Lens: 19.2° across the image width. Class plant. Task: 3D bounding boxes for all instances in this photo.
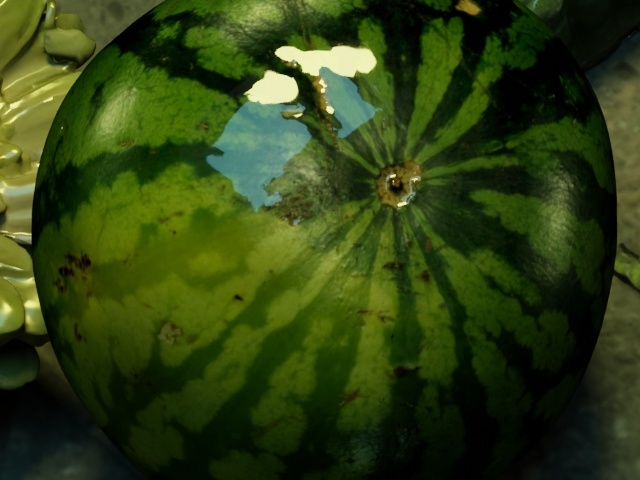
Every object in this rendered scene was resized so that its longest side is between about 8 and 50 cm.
[{"bbox_3d":[-0.261,-0.070,1.037,0.297,0.261,0.306,11,55,19],"label":"plant"}]

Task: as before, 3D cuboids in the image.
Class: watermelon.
[{"bbox_3d":[0.000,0.000,0.920,0.285,0.285,0.285,-6,62,11],"label":"watermelon"}]

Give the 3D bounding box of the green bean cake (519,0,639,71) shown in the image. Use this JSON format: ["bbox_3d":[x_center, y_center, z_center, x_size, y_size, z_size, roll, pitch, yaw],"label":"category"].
[{"bbox_3d":[0.084,-0.164,1.092,0.181,0.094,0.173,-39,62,-6],"label":"green bean cake"}]
